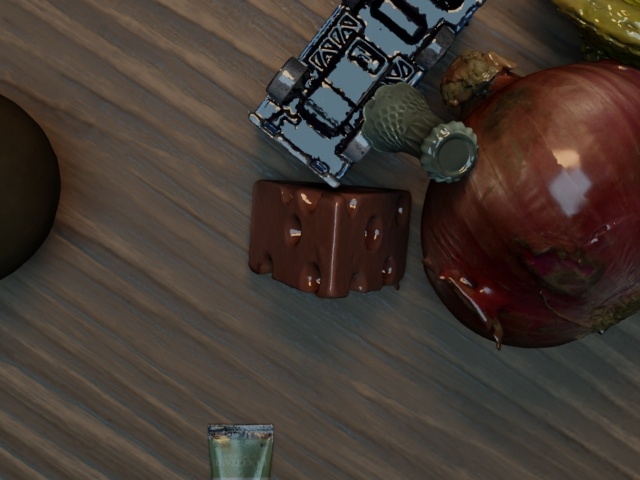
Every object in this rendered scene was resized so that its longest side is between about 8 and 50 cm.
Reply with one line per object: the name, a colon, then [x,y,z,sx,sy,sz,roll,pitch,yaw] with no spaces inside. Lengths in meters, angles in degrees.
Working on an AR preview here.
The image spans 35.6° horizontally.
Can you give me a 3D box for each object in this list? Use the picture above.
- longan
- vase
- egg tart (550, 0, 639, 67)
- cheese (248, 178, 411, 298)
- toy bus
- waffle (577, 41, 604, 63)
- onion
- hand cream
longan: [-0.426,-0.064,1.148,0.258,0.258,0.258,0,96,1]
vase: [0.105,-0.107,1.023,0.081,0.149,0.081,-7,114,-17]
egg tart: [0.399,-0.287,1.123,0.345,0.345,0.132,0,141,1]
cheese: [-0.011,-0.004,1.206,0.177,0.203,0.128,8,99,29]
toy bus: [0.054,-0.212,1.166,0.138,0.175,0.288,39,95,-4]
waffle: [0.408,-0.202,1.223,0.194,0.051,0.149,28,99,-1]
onion: [0.263,-0.034,1.103,0.353,0.353,0.354,0,96,1]
hand cream: [-0.105,0.357,1.293,0.086,0.055,0.235,0,89,-2]
